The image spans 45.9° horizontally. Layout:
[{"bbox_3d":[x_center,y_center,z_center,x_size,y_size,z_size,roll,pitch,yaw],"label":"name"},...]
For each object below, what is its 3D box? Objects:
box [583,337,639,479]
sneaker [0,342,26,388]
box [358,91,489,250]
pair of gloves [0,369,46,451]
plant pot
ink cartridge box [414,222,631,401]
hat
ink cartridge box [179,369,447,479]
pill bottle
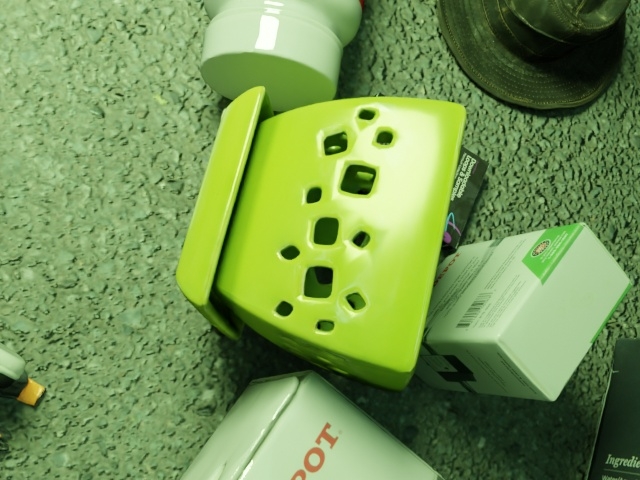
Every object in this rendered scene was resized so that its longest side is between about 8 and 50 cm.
[{"bbox_3d":[0.541,0.402,0.815,0.479,0.297,0.472,25,71,-16],"label":"box"},{"bbox_3d":[-0.366,0.105,0.617,0.216,0.079,0.121,26,76,-8],"label":"sneaker"},{"bbox_3d":[0.105,-0.076,0.858,0.162,0.029,0.116,30,73,-14],"label":"box"},{"bbox_3d":[-0.295,0.144,0.669,0.074,0.010,0.083,34,70,-13],"label":"pair of gloves"},{"bbox_3d":[0.000,0.000,0.687,0.207,0.227,0.228,13,76,6],"label":"plant pot"},{"bbox_3d":[0.180,0.074,0.767,0.087,0.208,0.153,46,69,-12],"label":"ink cartridge box"},{"bbox_3d":[0.293,-0.333,0.921,0.331,0.134,0.332,4,80,-20],"label":"hat"},{"bbox_3d":[0.027,0.347,0.674,0.395,0.166,0.285,42,64,-11],"label":"ink cartridge box"},{"bbox_3d":[-0.029,-0.287,0.767,0.161,0.161,0.283,13,77,-20],"label":"pill bottle"}]
